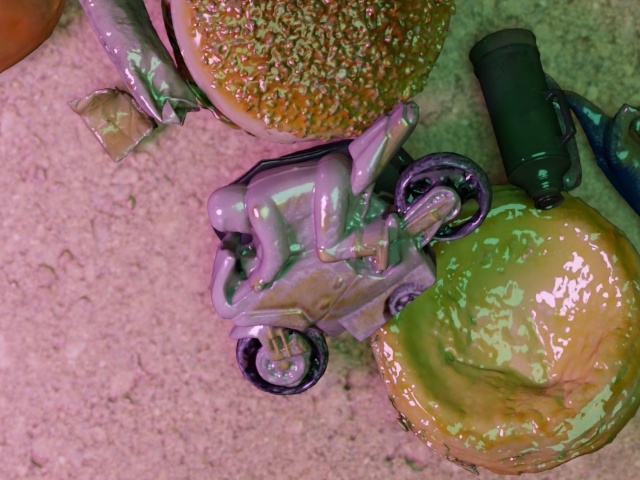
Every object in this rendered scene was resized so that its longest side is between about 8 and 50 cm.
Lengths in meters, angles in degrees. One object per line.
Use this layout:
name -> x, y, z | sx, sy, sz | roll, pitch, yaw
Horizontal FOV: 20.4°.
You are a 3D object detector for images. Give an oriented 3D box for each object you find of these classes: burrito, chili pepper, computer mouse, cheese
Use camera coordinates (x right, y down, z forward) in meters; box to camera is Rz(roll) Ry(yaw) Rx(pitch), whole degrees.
burrito -> -0.201, -0.226, 1.758 | 0.059, 0.082, 0.275 | -32, 79, 17
chili pepper -> 0.249, -0.106, 1.905 | 0.050, 0.041, 0.153 | -7, 82, -28
computer mouse -> -0.002, -0.045, 1.851 | 0.231, 0.071, 0.126 | -16, 107, 6
cheese -> -0.217, -0.131, 1.831 | 0.060, 0.041, 0.084 | -40, 117, 6

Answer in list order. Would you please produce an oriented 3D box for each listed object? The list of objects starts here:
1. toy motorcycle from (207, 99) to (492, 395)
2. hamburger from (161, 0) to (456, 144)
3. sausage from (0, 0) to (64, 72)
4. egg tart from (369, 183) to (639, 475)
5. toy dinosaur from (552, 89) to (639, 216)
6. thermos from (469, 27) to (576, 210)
toy motorcycle -> 0.000, 0.000, 1.771 | 0.223, 0.108, 0.341 | 41, 112, -16
hamburger -> -0.012, -0.238, 1.781 | 0.302, 0.170, 0.302 | -1, 97, -8
sausage -> -0.415, -0.187, 1.754 | 0.354, 0.116, 0.134 | -24, 126, -8
egg tart -> 0.203, 0.092, 1.859 | 0.315, 0.120, 0.315 | -1, 79, 7
toy dinosaur -> 0.323, -0.052, 1.912 | 0.248, 0.075, 0.188 | 23, 101, -17
thermos -> 0.216, -0.122, 1.836 | 0.083, 0.073, 0.187 | -17, 67, 7
